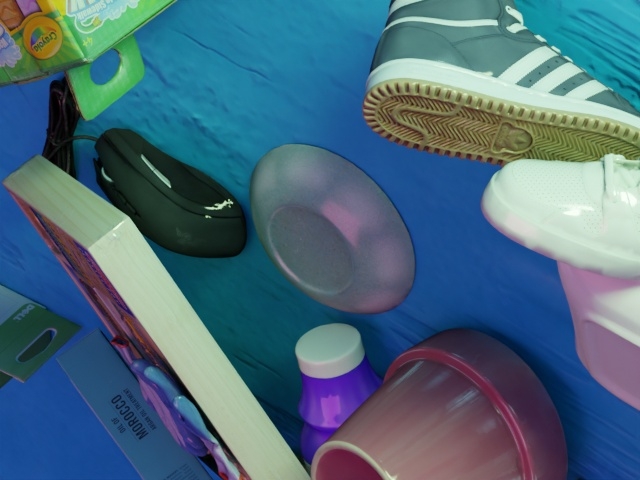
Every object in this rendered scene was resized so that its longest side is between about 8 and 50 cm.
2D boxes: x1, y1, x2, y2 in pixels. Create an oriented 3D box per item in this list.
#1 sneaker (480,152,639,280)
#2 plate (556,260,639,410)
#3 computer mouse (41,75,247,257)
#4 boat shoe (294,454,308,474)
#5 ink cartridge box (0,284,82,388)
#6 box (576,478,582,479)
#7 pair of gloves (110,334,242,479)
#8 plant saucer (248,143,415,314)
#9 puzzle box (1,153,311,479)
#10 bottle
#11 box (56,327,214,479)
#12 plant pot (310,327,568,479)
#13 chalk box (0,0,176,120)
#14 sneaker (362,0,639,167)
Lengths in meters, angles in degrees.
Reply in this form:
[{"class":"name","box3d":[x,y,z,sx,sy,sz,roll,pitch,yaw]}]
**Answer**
[{"class":"sneaker","box3d":[0.279,-0.053,1.482,0.292,0.108,0.169,12,127,-6]},{"class":"plate","box3d":[0.310,0.119,1.606,0.277,0.045,0.278,29,168,20]},{"class":"computer mouse","box3d":[-0.199,-0.034,2.032,0.262,0.060,0.184,37,140,13]},{"class":"boat shoe","box3d":[-0.006,0.401,2.179,0.123,0.123,0.342,8,128,38]},{"class":"ink cartridge box","box3d":[-0.384,0.111,2.289,0.209,0.109,0.062,24,137,26]},{"class":"box","box3d":[0.292,0.362,1.920,0.183,0.059,0.233,30,138,20]},{"class":"pair of gloves","box3d":[-0.148,0.167,1.958,0.159,0.023,0.198,56,167,-19]},{"class":"plant saucer","box3d":[0.000,0.000,1.896,0.195,0.037,0.195,25,138,25]},{"class":"puzzle box","box3d":[-0.152,0.110,1.988,0.409,0.052,0.272,57,166,-27]},{"class":"bottle","box3d":[0.038,0.215,2.001,0.118,0.092,0.283,13,131,40]},{"class":"box","box3d":[-0.188,0.215,2.156,0.244,0.060,0.100,50,172,25]},{"class":"plant pot","box3d":[0.098,0.206,1.839,0.201,0.180,0.201,30,133,38]},{"class":"chalk box","box3d":[-0.241,-0.253,1.787,0.179,0.180,0.289,-8,118,46]},{"class":"sneaker","box3d":[0.176,-0.126,1.591,0.282,0.153,0.099,16,139,-10]}]
